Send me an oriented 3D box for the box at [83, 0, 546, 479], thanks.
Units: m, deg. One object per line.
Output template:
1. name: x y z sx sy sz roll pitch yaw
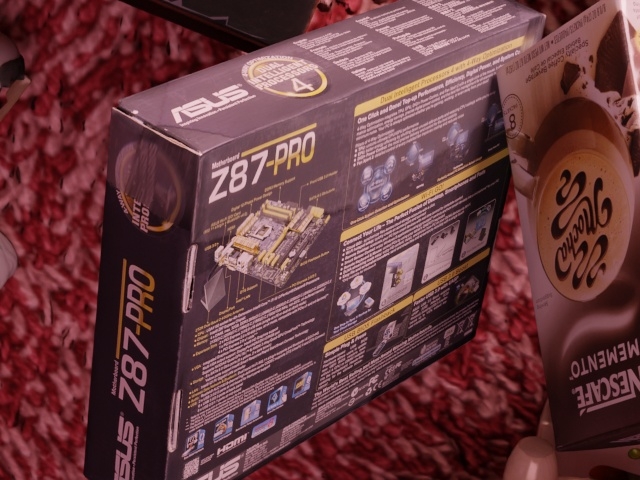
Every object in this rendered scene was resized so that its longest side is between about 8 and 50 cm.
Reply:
1. box: 0.000 0.000 1.363 0.097 0.395 0.318 31 128 30

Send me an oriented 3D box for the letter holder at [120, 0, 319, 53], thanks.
1. letter holder: -0.133 -0.260 1.410 0.302 0.214 0.152 22 90 -3

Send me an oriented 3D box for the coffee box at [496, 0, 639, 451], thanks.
1. coffee box: 0.235 -0.010 1.289 0.119 0.297 0.168 -1 165 -26

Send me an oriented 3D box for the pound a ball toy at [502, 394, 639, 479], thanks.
1. pound a ball toy: 0.306 0.220 1.580 0.319 0.208 0.135 16 122 -2

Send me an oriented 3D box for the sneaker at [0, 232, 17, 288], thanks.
1. sneaker: -0.328 -0.014 1.626 0.054 0.061 0.152 -22 114 23

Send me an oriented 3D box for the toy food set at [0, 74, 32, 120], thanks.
1. toy food set: -0.308 -0.162 1.558 0.122 0.019 0.078 40 119 -6

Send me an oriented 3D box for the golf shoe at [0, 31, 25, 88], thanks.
1. golf shoe: -0.363 -0.210 1.482 0.273 0.105 0.120 24 108 -1
